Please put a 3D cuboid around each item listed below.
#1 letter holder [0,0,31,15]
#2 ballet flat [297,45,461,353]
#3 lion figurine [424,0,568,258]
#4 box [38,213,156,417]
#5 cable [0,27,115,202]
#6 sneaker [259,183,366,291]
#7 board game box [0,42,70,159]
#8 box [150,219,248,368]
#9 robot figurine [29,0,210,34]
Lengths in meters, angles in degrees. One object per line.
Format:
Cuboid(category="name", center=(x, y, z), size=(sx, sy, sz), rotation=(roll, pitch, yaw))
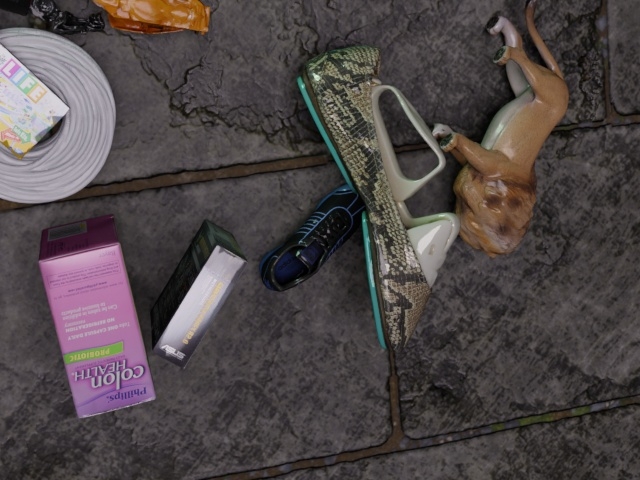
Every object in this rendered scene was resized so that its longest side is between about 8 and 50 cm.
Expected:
Cuboid(category="letter holder", center=(-0.488, -0.438, 1.250), size=(0.302, 0.214, 0.152), rotation=(13, 131, -21))
Cuboid(category="ballet flat", center=(0.113, -0.074, 1.557), size=(0.182, 0.164, 0.483), rotation=(-17, 88, 9))
Cuboid(category="lion figurine", center=(0.318, -0.179, 1.654), size=(0.240, 0.142, 0.392), rotation=(34, 89, -24))
Cuboid(category="box", center=(-0.337, 0.106, 1.517), size=(0.117, 0.213, 0.243), rotation=(-14, 106, -11))
Cuboid(category="cable", center=(-0.435, -0.185, 1.494), size=(0.257, 0.089, 0.257), rotation=(-10, 105, -12))
Cuboid(category="sneaker", center=(0.000, 0.000, 1.639), size=(0.232, 0.090, 0.081), rotation=(-44, 107, -1))
Cuboid(category="board game box", center=(-0.447, -0.204, 1.424), size=(0.103, 0.026, 0.154), rotation=(-46, 109, -1))
Cuboid(category="box", center=(-0.190, 0.075, 1.537), size=(0.056, 0.231, 0.183), rotation=(31, 93, -15))
Cuboid(category="robot figurine", center=(-0.301, -0.397, 1.480), size=(0.291, 0.085, 0.211), rotation=(7, 100, -16))
